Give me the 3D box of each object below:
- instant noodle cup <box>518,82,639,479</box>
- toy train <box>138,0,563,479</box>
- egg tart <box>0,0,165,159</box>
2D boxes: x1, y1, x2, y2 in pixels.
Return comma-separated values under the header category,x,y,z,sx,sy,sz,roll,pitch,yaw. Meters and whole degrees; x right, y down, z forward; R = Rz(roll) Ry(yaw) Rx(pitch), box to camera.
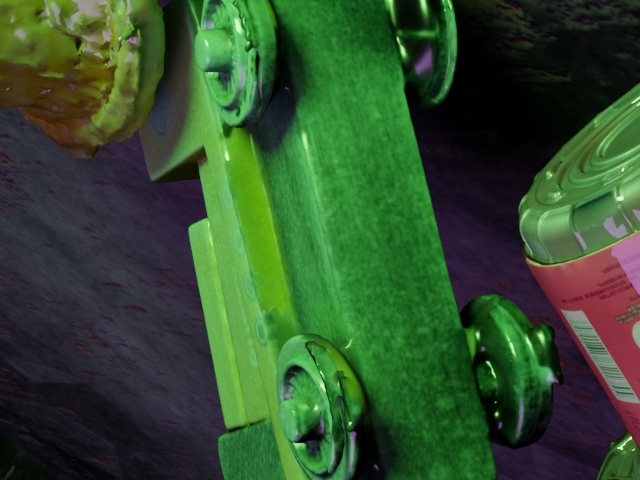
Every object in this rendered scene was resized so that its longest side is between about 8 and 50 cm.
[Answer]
category,x,y,z,sx,sy,sz,roll,pitch,yaw
instant noodle cup,0.218,0.006,0.947,0.302,0.258,0.181,-33,102,23
toy train,0.000,0.000,1.108,0.253,0.160,0.397,-27,75,64
egg tart,-0.225,-0.194,1.117,0.341,0.132,0.341,43,153,29
